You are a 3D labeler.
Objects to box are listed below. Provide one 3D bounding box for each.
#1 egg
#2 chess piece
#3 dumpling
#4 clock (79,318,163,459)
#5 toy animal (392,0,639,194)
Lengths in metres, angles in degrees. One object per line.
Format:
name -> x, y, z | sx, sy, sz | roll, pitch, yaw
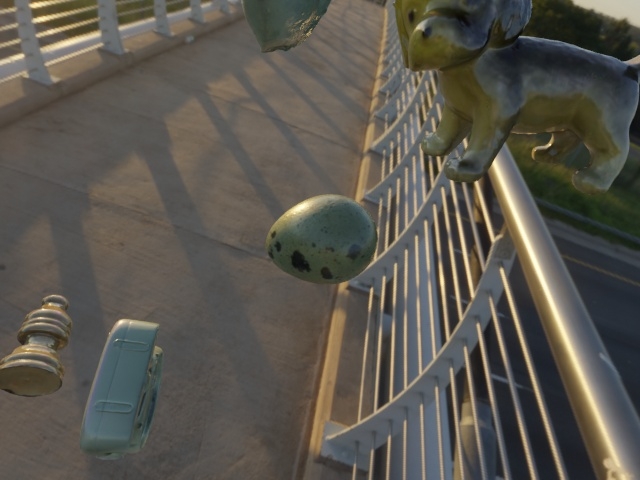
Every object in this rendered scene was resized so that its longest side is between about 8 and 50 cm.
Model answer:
egg -> 0.000, 0.000, 0.894 | 0.227, 0.177, 0.177 | -7, 33, 12
chess piece -> -0.741, 0.259, 1.220 | 0.138, 0.124, 0.307 | -18, 36, -1
dumpling -> -0.053, -0.370, 0.633 | 0.104, 0.217, 0.149 | 31, 72, 22
clock -> -0.426, 0.344, 1.008 | 0.108, 0.324, 0.265 | 9, 57, -11
toy animal -> 0.162, -0.132, 0.389 | 0.233, 0.169, 0.121 | 17, 28, -3
